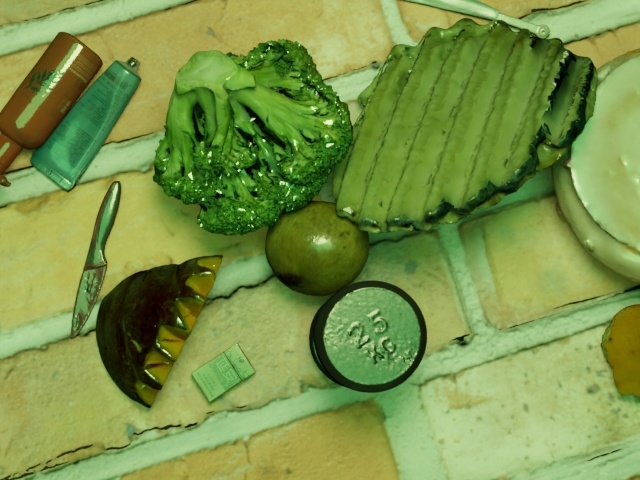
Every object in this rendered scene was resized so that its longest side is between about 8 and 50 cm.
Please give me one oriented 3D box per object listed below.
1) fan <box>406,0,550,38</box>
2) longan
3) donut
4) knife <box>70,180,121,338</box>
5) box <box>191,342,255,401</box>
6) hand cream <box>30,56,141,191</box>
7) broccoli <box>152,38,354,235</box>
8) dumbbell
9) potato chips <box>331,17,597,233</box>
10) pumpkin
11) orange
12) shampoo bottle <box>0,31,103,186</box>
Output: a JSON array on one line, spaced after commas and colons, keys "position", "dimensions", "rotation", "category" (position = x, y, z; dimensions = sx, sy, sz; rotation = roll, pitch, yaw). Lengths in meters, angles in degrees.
[{"position": [0.223, -0.363, 1.740], "dimensions": [0.282, 0.023, 0.057], "rotation": [21, 83, 1], "category": "fan"}, {"position": [0.000, 0.000, 1.635], "dimensions": [0.154, 0.145, 0.176], "rotation": [25, 63, 19], "category": "longan"}, {"position": [0.525, -0.108, 1.667], "dimensions": [0.382, 0.142, 0.383], "rotation": [0, 85, -2], "category": "donut"}, {"position": [-0.337, 0.029, 1.687], "dimensions": [0.035, 0.018, 0.247], "rotation": [14, 87, -4], "category": "knife"}, {"position": [-0.145, 0.198, 1.674], "dimensions": [0.083, 0.024, 0.053], "rotation": [-34, 87, -3], "category": "box"}, {"position": [-0.345, -0.185, 1.696], "dimensions": [0.083, 0.048, 0.224], "rotation": [38, 91, 2], "category": "hand cream"}, {"position": [-0.106, -0.161, 1.576], "dimensions": [0.307, 0.275, 0.308], "rotation": [-4, 62, 8], "category": "broccoli"}, {"position": [0.062, 0.138, 1.590], "dimensions": [0.152, 0.218, 0.153], "rotation": [0, 84, -3], "category": "dumbbell"}, {"position": [0.200, -0.168, 1.593], "dimensions": [0.358, 0.070, 0.429], "rotation": [4, 50, 27], "category": "potato chips"}, {"position": [-0.255, 0.107, 1.626], "dimensions": [0.149, 0.130, 0.254], "rotation": [26, 86, 0], "category": "pumpkin"}, {"position": [0.509, 0.162, 1.665], "dimensions": [0.160, 0.112, 0.170], "rotation": [44, 73, 2], "category": "orange"}, {"position": [-0.425, -0.194, 1.668], "dimensions": [0.085, 0.085, 0.244], "rotation": [33, 84, 1], "category": "shampoo bottle"}]
